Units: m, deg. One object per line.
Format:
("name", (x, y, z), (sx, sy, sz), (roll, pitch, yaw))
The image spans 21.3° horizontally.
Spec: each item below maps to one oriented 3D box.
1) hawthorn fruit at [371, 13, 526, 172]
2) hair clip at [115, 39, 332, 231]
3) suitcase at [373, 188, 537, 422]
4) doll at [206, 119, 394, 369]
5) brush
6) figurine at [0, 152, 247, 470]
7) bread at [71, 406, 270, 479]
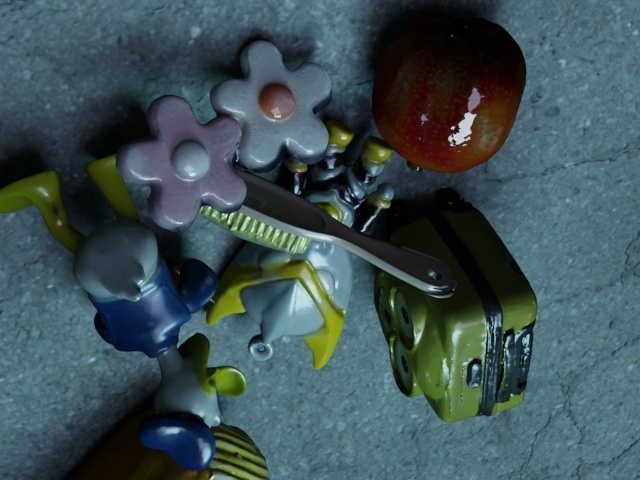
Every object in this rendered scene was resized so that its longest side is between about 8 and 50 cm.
("hawthorn fruit", (0.139, -0.149, 1.834), (0.169, 0.169, 0.188), (-5, 128, -21))
("hair clip", (-0.094, -0.111, 1.768), (0.257, 0.075, 0.146), (-34, 107, -33))
("suitcase", (0.147, 0.083, 1.974), (0.143, 0.235, 0.194), (-12, 132, -15))
("doll", (-0.011, 0.012, 1.940), (0.146, 0.103, 0.316), (12, 116, -27))
("brush", (0.000, 0.000, 1.855), (0.313, 0.072, 0.067), (23, 128, 2))
("figurine", (-0.194, 0.093, 1.825), (0.205, 0.338, 0.283), (-21, 168, 1))
("bread", (-0.207, 0.333, 2.044), (0.288, 0.204, 0.156), (-43, 137, 19))
